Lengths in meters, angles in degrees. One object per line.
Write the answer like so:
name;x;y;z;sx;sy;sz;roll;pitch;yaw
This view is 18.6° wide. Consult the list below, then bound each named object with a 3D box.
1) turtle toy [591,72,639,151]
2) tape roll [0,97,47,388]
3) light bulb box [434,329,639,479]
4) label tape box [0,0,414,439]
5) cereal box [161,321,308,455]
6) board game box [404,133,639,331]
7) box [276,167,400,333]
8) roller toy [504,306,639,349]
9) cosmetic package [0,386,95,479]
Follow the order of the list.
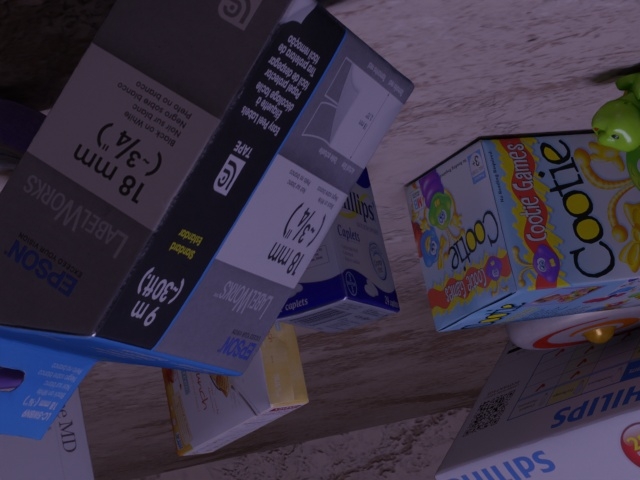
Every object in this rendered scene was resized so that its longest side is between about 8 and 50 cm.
turtle toy;0.281;-0.110;1.585;0.130;0.066;0.095;-11;167;-8
tape roll;-0.226;0.003;1.320;0.189;0.189;0.080;-14;166;6
light bulb box;0.377;0.179;2.197;0.358;0.225;0.361;-25;-157;45
label tape box;-0.096;-0.001;1.175;0.333;0.106;0.240;-59;160;2
cereal box;-0.095;0.106;1.933;0.047;0.173;0.240;-4;164;-27
board game box;0.241;-0.013;1.796;0.275;0.142;0.144;-5;166;-29
box;0.000;0.000;1.636;0.072;0.137;0.126;-18;166;19
roller toy;0.278;0.035;2.033;0.191;0.146;0.209;-1;163;-42
cosmetic package;-0.443;0.240;2.094;0.385;0.217;0.156;-11;167;-14
